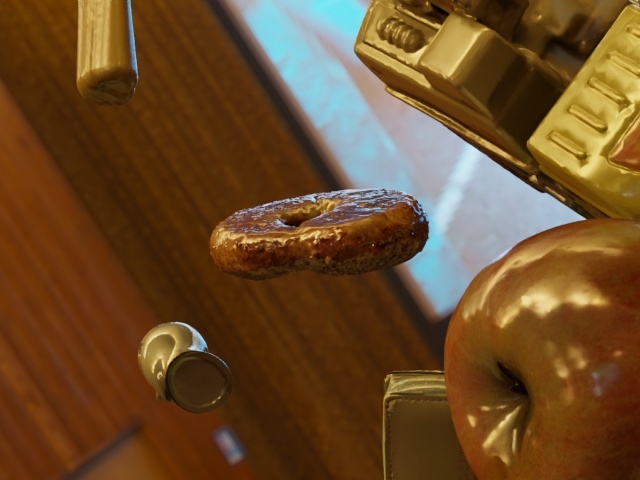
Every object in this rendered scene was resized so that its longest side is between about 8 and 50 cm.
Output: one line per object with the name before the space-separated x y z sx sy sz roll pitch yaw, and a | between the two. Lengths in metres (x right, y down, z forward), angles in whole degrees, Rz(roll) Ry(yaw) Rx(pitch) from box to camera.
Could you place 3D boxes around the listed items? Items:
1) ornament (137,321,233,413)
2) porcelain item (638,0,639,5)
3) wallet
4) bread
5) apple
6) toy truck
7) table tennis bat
ornament | -0.142 0.128 1.948 0.081 0.075 0.156 -64 21 0
porcelain item | 0.232 -0.134 1.012 0.114 0.147 0.147 -22 6 20
wallet | 0.121 0.140 1.361 0.155 0.110 0.039 1 29 6
bread | 0.000 0.000 1.614 0.193 0.064 0.193 -7 9 1
apple | 0.171 0.080 1.134 0.174 0.188 0.188 -13 -7 -27
toy truck | 0.193 -0.122 1.505 0.254 0.405 0.180 29 -83 -46
table tennis bat | -0.182 -0.259 1.632 0.050 0.321 0.198 -22 -30 33
